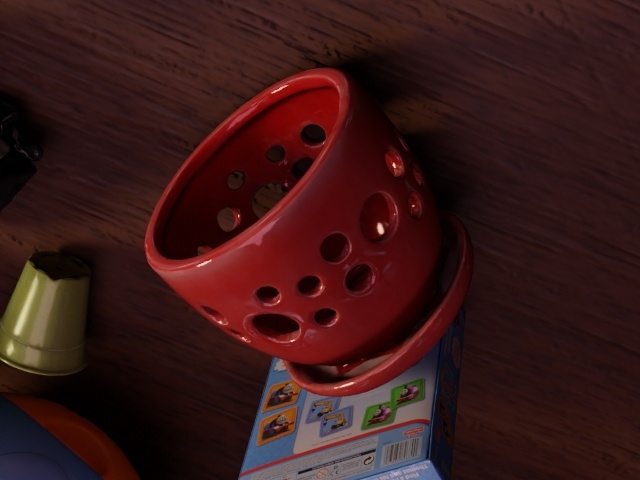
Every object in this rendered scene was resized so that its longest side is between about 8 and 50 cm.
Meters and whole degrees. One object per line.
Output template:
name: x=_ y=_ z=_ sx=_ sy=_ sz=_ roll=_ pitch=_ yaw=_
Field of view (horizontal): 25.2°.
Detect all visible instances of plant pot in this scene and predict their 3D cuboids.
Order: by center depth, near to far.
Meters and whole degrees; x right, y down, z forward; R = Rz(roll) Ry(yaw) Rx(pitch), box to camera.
plant pot: x=0.000 y=0.000 z=1.017 sx=0.191 sy=0.191 sz=0.174 roll=-31 pitch=122 yaw=25
plant pot: x=-0.218 y=0.054 z=1.153 sx=0.083 sy=0.083 sz=0.079 roll=17 pitch=112 yaw=-2

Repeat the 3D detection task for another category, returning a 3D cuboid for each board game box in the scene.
board game box: x=0.025 y=0.127 z=1.073 sx=0.160 sy=0.211 sz=0.039 roll=-20 pitch=118 yaw=21

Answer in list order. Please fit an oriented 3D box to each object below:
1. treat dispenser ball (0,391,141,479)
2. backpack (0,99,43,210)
treat dispenser ball: x=-0.273 y=0.266 z=1.164 sx=0.288 sy=0.288 sz=0.288 roll=4 pitch=123 yaw=7
backpack: x=-0.321 y=-0.071 z=1.064 sx=0.152 sy=0.115 sz=0.182 roll=-36 pitch=108 yaw=29
